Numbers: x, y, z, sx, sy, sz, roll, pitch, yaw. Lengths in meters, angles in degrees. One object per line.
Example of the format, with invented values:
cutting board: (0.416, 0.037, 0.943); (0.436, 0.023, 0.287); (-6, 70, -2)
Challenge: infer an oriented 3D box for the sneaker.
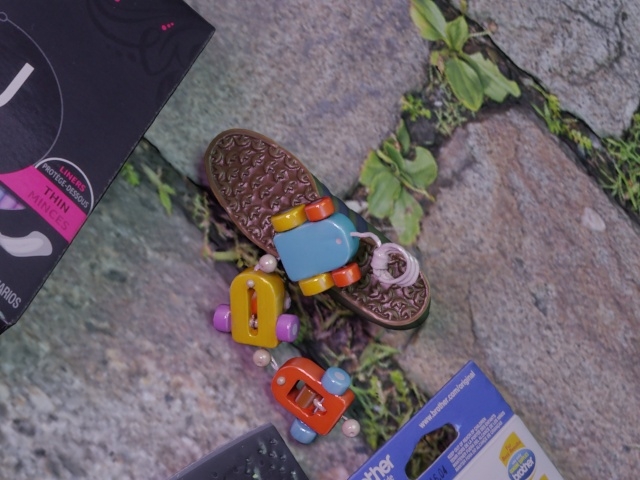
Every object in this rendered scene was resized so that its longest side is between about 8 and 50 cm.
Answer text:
sneaker: (0.000, 0.000, 1.156); (0.192, 0.086, 0.064); (39, 86, 14)

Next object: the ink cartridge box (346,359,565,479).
ink cartridge box: (0.134, 0.256, 1.124); (0.186, 0.065, 0.311); (-38, 95, -44)

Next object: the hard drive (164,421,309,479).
hard drive: (-0.079, 0.235, 0.970); (0.254, 0.054, 0.172); (-33, 90, -44)

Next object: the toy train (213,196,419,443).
toy train: (0.002, 0.047, 1.086); (0.125, 0.166, 0.046); (33, 29, 10)

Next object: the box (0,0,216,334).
box: (-0.208, -0.068, 0.966); (0.165, 0.143, 0.270); (41, 48, -15)
